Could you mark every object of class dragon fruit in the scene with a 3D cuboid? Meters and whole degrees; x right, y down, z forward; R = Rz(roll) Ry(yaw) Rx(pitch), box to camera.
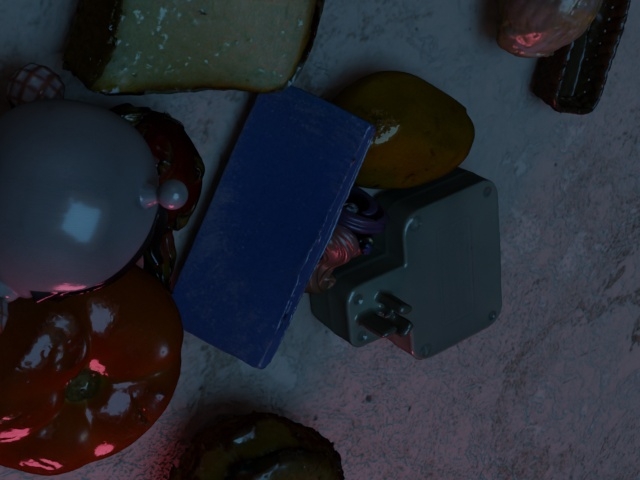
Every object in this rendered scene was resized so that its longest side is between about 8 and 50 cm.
[{"bbox_3d":[-0.185,-0.037,1.120,0.125,0.125,0.246,-36,134,-40],"label":"dragon fruit"}]

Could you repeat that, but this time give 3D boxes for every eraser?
[{"bbox_3d":[-0.061,-0.020,1.200,0.311,0.144,0.043,-66,166,9],"label":"eraser"}]

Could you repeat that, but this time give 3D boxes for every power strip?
[{"bbox_3d":[0.131,0.052,1.367,0.261,0.141,0.229,-22,122,-27],"label":"power strip"}]

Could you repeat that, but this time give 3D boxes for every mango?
[{"bbox_3d":[0.100,-0.133,1.270,0.227,0.109,0.147,-5,112,-34],"label":"mango"}]

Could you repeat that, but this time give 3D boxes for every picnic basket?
[{"bbox_3d":[0.354,-0.269,1.411,0.110,0.055,0.193,-2,113,-41],"label":"picnic basket"}]

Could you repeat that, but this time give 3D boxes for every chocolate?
[{"bbox_3d":[0.315,-0.369,1.287,0.134,0.134,0.309,18,102,-39],"label":"chocolate"}]

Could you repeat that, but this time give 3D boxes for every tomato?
[{"bbox_3d":[-0.271,0.120,1.094,0.260,0.180,0.259,-16,123,-27],"label":"tomato"}]

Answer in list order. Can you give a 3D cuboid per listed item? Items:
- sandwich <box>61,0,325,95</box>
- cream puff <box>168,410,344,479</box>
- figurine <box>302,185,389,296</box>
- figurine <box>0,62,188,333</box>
[{"bbox_3d":[-0.102,-0.295,1.041,0.271,0.099,0.301,-7,123,-42],"label":"sandwich"},{"bbox_3d":[-0.090,0.317,1.328,0.240,0.164,0.240,-20,137,-20],"label":"cream puff"},{"bbox_3d":[-0.002,-0.003,1.266,0.157,0.126,0.114,-49,161,12],"label":"figurine"},{"bbox_3d":[-0.305,-0.052,0.935,0.370,0.167,0.281,11,67,-6],"label":"figurine"}]
